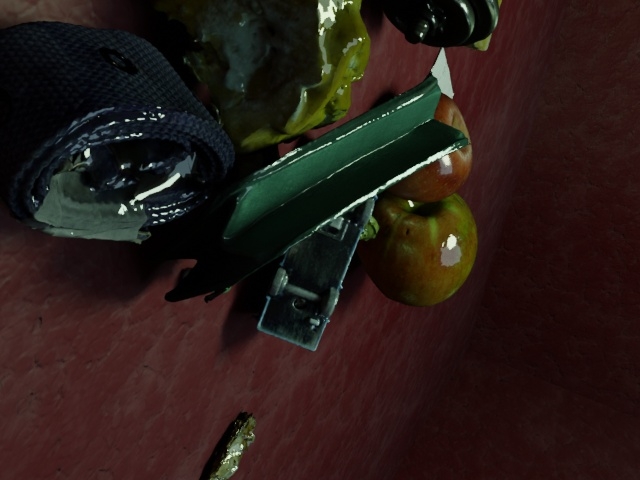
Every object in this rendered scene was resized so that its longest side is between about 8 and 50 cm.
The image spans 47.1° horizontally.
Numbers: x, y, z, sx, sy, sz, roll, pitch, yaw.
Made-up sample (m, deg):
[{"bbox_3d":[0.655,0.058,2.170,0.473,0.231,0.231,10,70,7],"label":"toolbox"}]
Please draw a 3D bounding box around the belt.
[{"bbox_3d":[-0.170,-0.085,0.561,0.139,0.126,0.230,-45,165,16],"label":"belt"}]

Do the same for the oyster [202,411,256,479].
[{"bbox_3d":[-0.143,0.329,1.168,0.132,0.029,0.086,-33,133,-53],"label":"oyster"}]

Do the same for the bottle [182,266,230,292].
[{"bbox_3d":[-0.138,0.049,0.902,0.030,0.030,0.083,-70,159,2],"label":"bottle"}]

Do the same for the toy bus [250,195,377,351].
[{"bbox_3d":[0.000,0.000,1.066,0.131,0.106,0.297,-166,-82,-84],"label":"toy bus"}]

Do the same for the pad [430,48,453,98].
[{"bbox_3d":[0.247,-0.298,1.583,0.157,0.004,0.232,-66,160,-8],"label":"pad"}]

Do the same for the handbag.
[{"bbox_3d":[-0.010,-0.049,0.795,0.326,0.089,0.238,-34,-177,-34],"label":"handbag"}]

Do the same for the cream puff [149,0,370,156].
[{"bbox_3d":[-0.036,-0.204,0.677,0.195,0.194,0.221,-47,124,-46],"label":"cream puff"}]

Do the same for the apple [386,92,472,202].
[{"bbox_3d":[0.171,-0.162,1.291,0.201,0.162,0.201,33,50,-50],"label":"apple"}]

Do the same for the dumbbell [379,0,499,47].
[{"bbox_3d":[0.195,-0.407,1.074,0.290,0.192,0.192,-63,159,-16],"label":"dumbbell"}]

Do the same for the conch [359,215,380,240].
[{"bbox_3d":[0.073,-0.051,1.277,0.089,0.074,0.121,121,-18,-50],"label":"conch"}]

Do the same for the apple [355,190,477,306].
[{"bbox_3d":[0.175,0.007,1.414,0.246,0.246,0.226,-50,156,-42],"label":"apple"}]

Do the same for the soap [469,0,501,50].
[{"bbox_3d":[0.308,-0.530,1.394,0.199,0.091,0.315,-9,117,-66],"label":"soap"}]

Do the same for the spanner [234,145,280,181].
[{"bbox_3d":[-0.078,-0.099,0.899,0.096,0.040,0.325,-53,156,-39],"label":"spanner"}]
